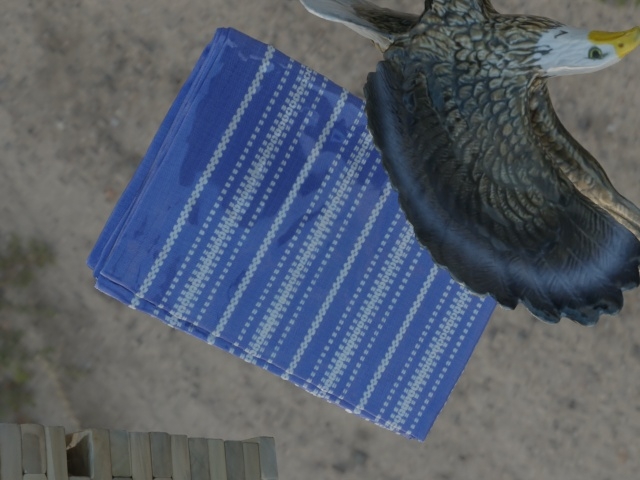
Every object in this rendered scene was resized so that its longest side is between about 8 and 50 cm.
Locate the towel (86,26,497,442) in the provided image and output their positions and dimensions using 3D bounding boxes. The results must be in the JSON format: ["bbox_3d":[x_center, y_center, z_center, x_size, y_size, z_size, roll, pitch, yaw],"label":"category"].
[{"bbox_3d":[0.000,0.000,1.322,0.336,0.243,0.040,28,178,-19],"label":"towel"}]

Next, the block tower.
[{"bbox_3d":[-0.165,0.162,0.937,0.091,0.335,0.097,-16,73,38],"label":"block tower"}]

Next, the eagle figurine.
[{"bbox_3d":[0.128,-0.092,1.082,0.225,0.226,0.298,-176,73,-68],"label":"eagle figurine"}]
